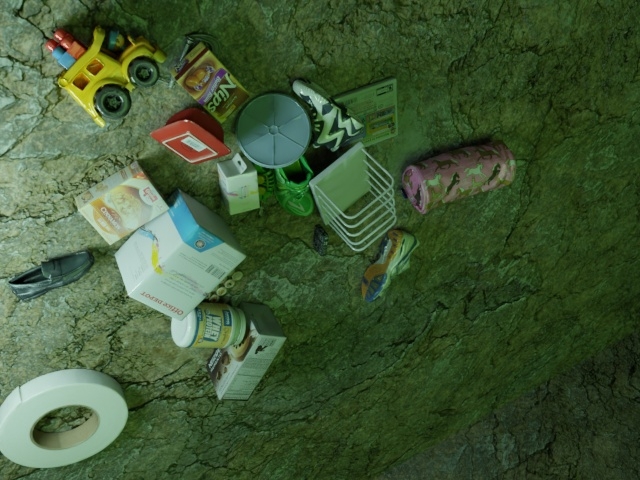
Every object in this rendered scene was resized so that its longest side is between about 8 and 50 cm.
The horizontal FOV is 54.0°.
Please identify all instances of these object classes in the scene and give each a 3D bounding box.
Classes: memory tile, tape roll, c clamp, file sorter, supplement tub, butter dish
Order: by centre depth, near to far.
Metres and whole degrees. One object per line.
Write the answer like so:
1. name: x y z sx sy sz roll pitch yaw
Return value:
1. c clamp: -0.319 -0.434 1.521 0.137 0.022 0.160 18 114 -40
2. butter dish: -0.317 -0.281 1.588 0.160 0.118 0.160 -9 149 37
3. file sorter: 0.112 -0.114 1.859 0.193 0.173 0.277 -39 158 -8
4. supplement tub: -0.352 0.267 1.979 0.200 0.144 0.144 8 120 -36
5. memory tile: -0.325 0.134 1.982 0.148 0.012 0.113 -46 135 8
6. tape roll: -0.815 0.568 1.995 0.392 0.072 0.391 -17 133 -19

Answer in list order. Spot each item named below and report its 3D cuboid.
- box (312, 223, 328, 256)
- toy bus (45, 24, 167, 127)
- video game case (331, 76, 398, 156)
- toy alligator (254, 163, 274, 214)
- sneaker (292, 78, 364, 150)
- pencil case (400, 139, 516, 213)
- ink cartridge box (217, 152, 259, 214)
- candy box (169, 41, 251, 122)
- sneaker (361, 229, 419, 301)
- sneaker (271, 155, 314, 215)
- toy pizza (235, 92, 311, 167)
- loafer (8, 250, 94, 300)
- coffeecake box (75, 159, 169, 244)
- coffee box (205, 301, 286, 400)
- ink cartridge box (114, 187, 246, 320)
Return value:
1. box: 0.000 0.000 2.033 0.018 0.067 0.083 -11 129 -24
2. toy bus: -0.481 -0.396 1.385 0.220 0.149 0.211 -44 119 4
3. video game case: 0.131 -0.363 1.851 0.213 0.023 0.193 -22 133 -15
4. toy alligator: -0.157 -0.151 1.811 0.052 0.056 0.189 2 129 5
5. sneaker: -0.012 -0.331 1.738 0.235 0.094 0.153 27 116 -35
6. pencil case: 0.463 -0.214 2.080 0.386 0.160 0.167 -18 157 -19
7. ink cartridge box: -0.229 -0.161 1.746 0.090 0.092 0.143 -16 130 -19
8. candy box: -0.269 -0.386 1.552 0.109 0.053 0.187 -43 145 5
9. sneaker: 0.257 0.103 2.242 0.131 0.112 0.296 9 120 -36
10. sneaker: -0.079 -0.168 1.809 0.110 0.123 0.295 -28 135 -10
11. toy pizza: -0.125 -0.293 1.677 0.202 0.032 0.201 0 91 -1
12. loafer: -0.711 0.086 1.663 0.223 0.076 0.078 -26 142 -6
13. coffeecake box: -0.515 -0.098 1.640 0.186 0.068 0.142 -33 134 -5
14. coffee box: -0.255 0.376 2.111 0.119 0.168 0.297 13 118 -38
15. ink cartridge box: -0.391 0.042 1.736 0.270 0.197 0.198 -44 135 7
